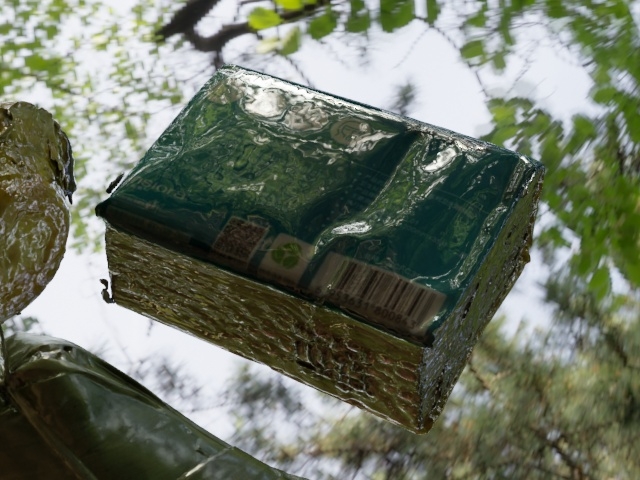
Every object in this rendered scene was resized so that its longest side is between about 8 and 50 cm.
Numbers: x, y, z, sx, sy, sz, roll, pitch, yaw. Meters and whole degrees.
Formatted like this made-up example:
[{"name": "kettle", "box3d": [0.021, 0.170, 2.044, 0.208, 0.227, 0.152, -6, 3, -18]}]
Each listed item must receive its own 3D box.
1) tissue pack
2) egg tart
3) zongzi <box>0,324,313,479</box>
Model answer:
[{"name": "tissue pack", "box3d": [0.000, 0.000, 0.968, 0.271, 0.192, 0.134, 21, -38, 22]}, {"name": "egg tart", "box3d": [-0.344, -0.003, 1.366, 0.116, 0.295, 0.294, 30, -72, 27]}, {"name": "zongzi", "box3d": [-0.046, 0.054, 0.433, 0.130, 0.062, 0.154, -23, -76, -12]}]
